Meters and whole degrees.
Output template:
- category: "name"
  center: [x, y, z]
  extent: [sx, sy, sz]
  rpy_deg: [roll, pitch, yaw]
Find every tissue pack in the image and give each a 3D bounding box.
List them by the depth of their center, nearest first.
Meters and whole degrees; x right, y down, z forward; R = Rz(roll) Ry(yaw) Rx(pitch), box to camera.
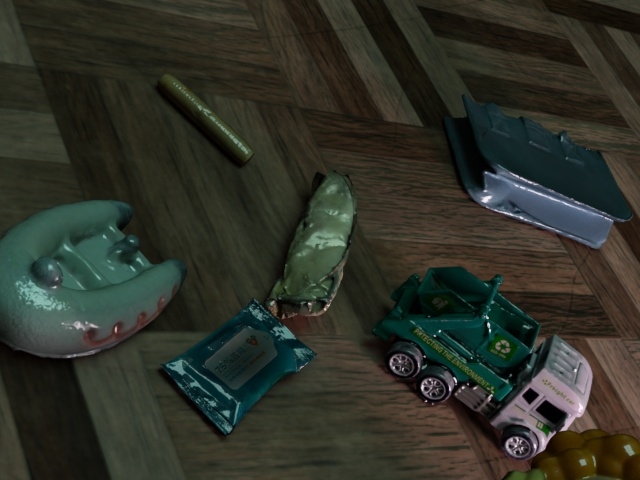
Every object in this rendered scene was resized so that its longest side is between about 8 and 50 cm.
- category: "tissue pack"
  center: [-0.072, 0.111, 1.146]
  extent: [0.085, 0.028, 0.138]
  rpy_deg: [42, 40, 12]

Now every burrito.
- category: "burrito"
  center: [-0.002, 0.001, 1.298]
  extent: [0.058, 0.063, 0.229]
  rpy_deg: [40, 36, -14]

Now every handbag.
- category: "handbag"
  center: [0.273, -0.092, 1.650]
  extent: [0.229, 0.062, 0.179]
  rpy_deg: [19, 36, -25]

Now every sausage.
- category: "sausage"
  center: [-0.123, -0.130, 1.374]
  extent: [0.132, 0.024, 0.024]
  rpy_deg: [43, 35, 6]

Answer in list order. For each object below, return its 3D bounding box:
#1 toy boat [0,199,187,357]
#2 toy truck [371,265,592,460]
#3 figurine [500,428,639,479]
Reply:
- category: "toy boat"
  center: [-0.198, 0.023, 1.092]
  extent: [0.134, 0.079, 0.207]
  rpy_deg: [49, 35, 11]
- category: "toy truck"
  center: [0.167, 0.110, 1.276]
  extent: [0.216, 0.116, 0.110]
  rpy_deg: [37, 35, -1]
- category: "figurine"
  center: [0.156, 0.288, 1.038]
  extent: [0.381, 0.205, 0.225]
  rpy_deg: [-8, 56, -22]
